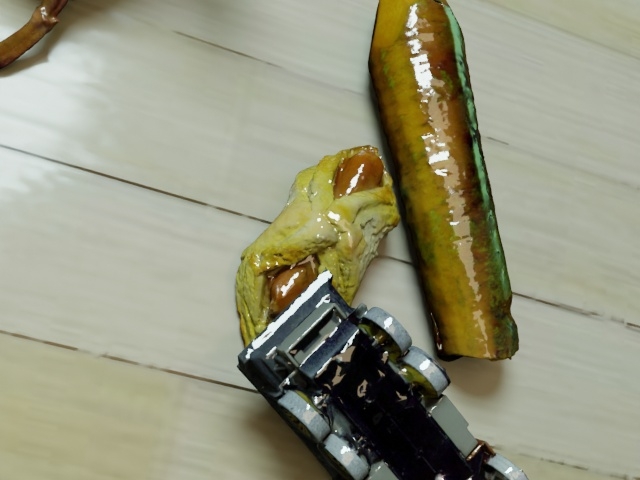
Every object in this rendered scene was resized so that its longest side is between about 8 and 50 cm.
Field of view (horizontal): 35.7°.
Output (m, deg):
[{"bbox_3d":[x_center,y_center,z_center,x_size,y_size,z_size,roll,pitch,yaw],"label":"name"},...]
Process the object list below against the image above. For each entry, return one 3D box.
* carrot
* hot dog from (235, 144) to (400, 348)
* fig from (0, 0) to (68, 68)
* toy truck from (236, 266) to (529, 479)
[{"bbox_3d":[0.083,-0.044,0.675,0.070,0.070,0.260,-9,83,-22],"label":"carrot"},{"bbox_3d":[0.001,0.000,0.632,0.078,0.061,0.169,32,68,-10],"label":"hot dog"},{"bbox_3d":[-0.152,-0.200,0.589,0.133,0.146,0.201,6,90,-13],"label":"fig"},{"bbox_3d":[0.037,0.112,0.590,0.083,0.092,0.192,-44,108,-17],"label":"toy truck"}]
